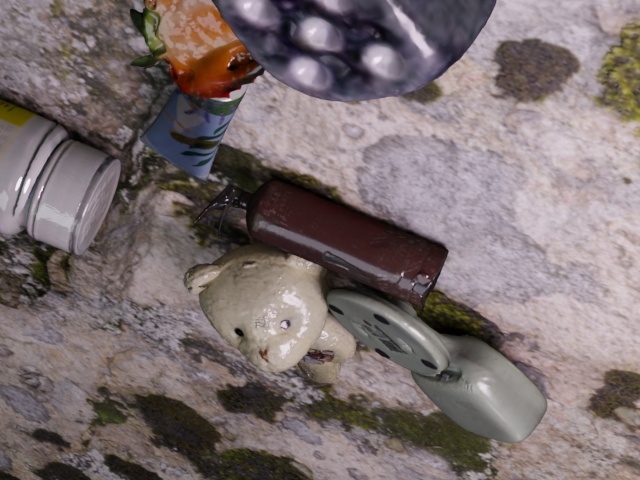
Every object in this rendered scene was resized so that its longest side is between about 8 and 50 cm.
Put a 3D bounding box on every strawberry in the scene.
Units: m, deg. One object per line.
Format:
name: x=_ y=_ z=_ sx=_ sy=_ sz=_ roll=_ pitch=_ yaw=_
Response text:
strawberry: x=-0.091 y=-0.210 z=1.583 sx=0.140 sy=0.085 sz=0.192 roll=44 pitch=127 yaw=-3

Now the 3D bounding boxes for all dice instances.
dice: x=0.029 y=-0.231 z=1.363 sx=0.181 sy=0.182 sz=0.183 roll=-5 pitch=140 yaw=39

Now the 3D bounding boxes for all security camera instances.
security camera: x=0.133 y=0.126 z=1.930 sx=0.301 sy=0.080 sz=0.157 roll=41 pitch=163 yaw=-29

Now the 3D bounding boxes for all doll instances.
doll: x=-0.050 y=0.110 z=2.013 sx=0.175 sy=0.149 sz=0.278 roll=-13 pitch=153 yaw=7

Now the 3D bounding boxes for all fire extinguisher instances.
fire extinguisher: x=0.000 y=0.000 z=1.837 sx=0.267 sy=0.089 sz=0.072 roll=23 pitch=166 yaw=5

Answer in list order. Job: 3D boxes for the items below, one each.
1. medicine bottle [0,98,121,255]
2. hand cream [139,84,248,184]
medicine bottle: x=-0.368 y=-0.086 z=1.922 sx=0.258 sy=0.143 sz=0.143 roll=24 pitch=150 yaw=4
hand cream: x=-0.127 y=-0.129 z=1.773 sx=0.091 sy=0.058 sz=0.271 roll=32 pitch=155 yaw=-5
